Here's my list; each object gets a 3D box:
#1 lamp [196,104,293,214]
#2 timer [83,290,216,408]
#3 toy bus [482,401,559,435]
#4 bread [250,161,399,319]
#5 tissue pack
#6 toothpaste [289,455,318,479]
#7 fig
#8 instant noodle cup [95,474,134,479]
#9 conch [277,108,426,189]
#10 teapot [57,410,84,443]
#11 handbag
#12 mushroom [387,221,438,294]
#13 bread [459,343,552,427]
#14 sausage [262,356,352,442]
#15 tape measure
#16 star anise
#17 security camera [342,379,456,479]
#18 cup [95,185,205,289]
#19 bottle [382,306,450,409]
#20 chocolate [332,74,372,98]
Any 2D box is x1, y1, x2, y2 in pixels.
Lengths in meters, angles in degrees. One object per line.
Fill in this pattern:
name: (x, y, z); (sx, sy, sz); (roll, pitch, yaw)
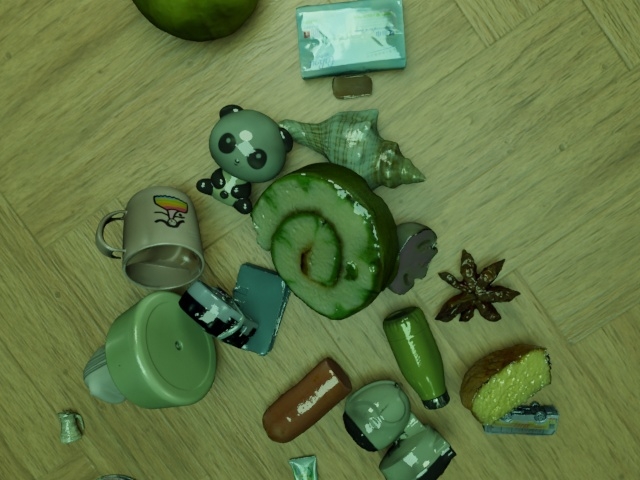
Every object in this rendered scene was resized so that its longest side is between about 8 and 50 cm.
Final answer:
lamp: (-0.191, -0.202, 1.687); (0.198, 0.198, 0.243); (28, 106, 1)
timer: (-0.470, 0.313, 1.737); (0.315, 0.291, 0.290); (-25, 94, 26)
toy bus: (0.514, 0.462, 1.765); (0.191, 0.064, 0.075); (1, 102, 4)
bread: (0.000, 0.000, 1.650); (0.382, 0.129, 0.366); (16, 118, 27)
tissue pack: (0.075, -0.498, 1.678); (0.263, 0.089, 0.177); (-5, 98, 5)
toothpaste: (-0.022, 0.728, 1.840); (0.075, 0.048, 0.296); (-10, 92, 8)
fig: (-0.295, -0.636, 1.562); (0.343, 0.343, 0.343); (0, 96, 4)
instant noodle cup: (-0.580, 0.774, 1.776); (0.244, 0.255, 0.243); (1, 96, 6)
conch: (0.083, -0.235, 1.672); (0.386, 0.169, 0.203); (30, 72, -2)
teapot: (-0.680, 0.502, 1.856); (0.067, 0.057, 0.083); (-12, 92, -33)
handbag: (-0.169, 0.179, 1.786); (0.144, 0.057, 0.221); (18, 99, 8)
mushroom: (0.204, 0.032, 1.713); (0.117, 0.141, 0.188); (39, 111, 30)
bread: (0.447, 0.351, 1.720); (0.260, 0.134, 0.129); (-27, 109, -16)
sausage: (-0.042, 0.425, 1.775); (0.259, 0.113, 0.113); (-42, 92, 7)
tape measure: (-0.258, 0.177, 1.696); (0.182, 0.181, 0.107); (37, 83, 15)
star anise: (0.394, 0.132, 1.722); (0.196, 0.111, 0.212); (24, 90, -6)
security camera: (0.182, 0.488, 1.732); (0.191, 0.197, 0.277); (-39, 86, -2)
cup: (-0.419, -0.016, 1.670); (0.253, 0.200, 0.191); (6, 140, -26)
bottle: (0.252, 0.304, 1.740); (0.112, 0.112, 0.260); (-23, 94, 6)
chocolate: (0.079, -0.392, 1.711); (0.101, 0.031, 0.064); (-8, 138, 3)
